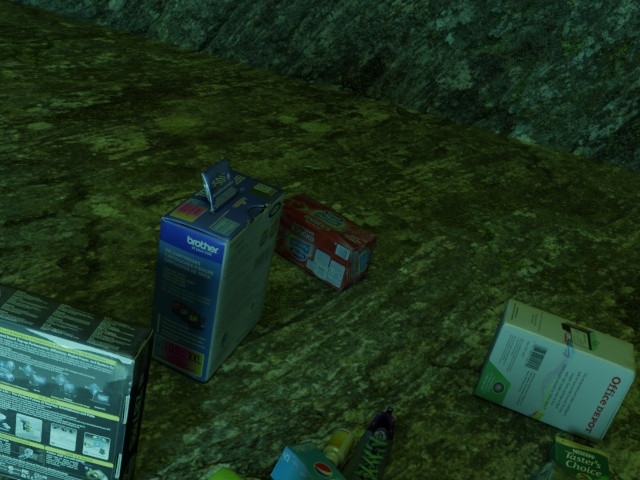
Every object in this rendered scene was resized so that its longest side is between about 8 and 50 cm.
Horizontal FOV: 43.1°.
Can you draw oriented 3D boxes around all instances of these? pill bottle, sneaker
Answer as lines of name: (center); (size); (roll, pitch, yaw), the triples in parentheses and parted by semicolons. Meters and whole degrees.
pill bottle: (0.030, 0.387, 1.493); (0.043, 0.043, 0.083); (22, 31, 14)
sneaker: (0.084, 0.392, 1.454); (0.083, 0.098, 0.224); (18, 30, 7)

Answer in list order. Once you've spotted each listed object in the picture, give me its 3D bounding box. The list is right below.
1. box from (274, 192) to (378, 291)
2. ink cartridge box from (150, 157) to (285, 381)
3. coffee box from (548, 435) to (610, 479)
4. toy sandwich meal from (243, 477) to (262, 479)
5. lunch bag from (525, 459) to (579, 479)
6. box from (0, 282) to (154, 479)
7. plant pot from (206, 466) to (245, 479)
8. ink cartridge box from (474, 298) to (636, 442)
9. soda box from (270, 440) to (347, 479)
box: (0.000, 0.000, 2.045); (0.256, 0.128, 0.122); (31, 34, 27)
ink cartridge box: (-0.204, 0.038, 1.627); (0.151, 0.396, 0.270); (21, 30, 12)
coffee box: (0.501, 0.467, 1.564); (0.113, 0.041, 0.184); (18, 30, 7)
toy sandwich meal: (-0.111, 0.429, 1.376); (0.085, 0.029, 0.086); (11, 30, -6)
lunch bag: (0.376, 0.533, 1.252); (0.256, 0.213, 0.305); (41, 36, 11)
box: (-0.476, 0.231, 1.268); (0.394, 0.318, 0.097); (15, 30, 3)
plant pot: (-0.136, 0.488, 1.084); (0.228, 0.227, 0.207); (33, 41, 29)
ink cartridge box: (0.496, 0.276, 1.720); (0.278, 0.202, 0.117); (20, 31, 10)
soda box: (0.012, 0.436, 1.356); (0.067, 0.071, 0.210); (3, 32, -48)
